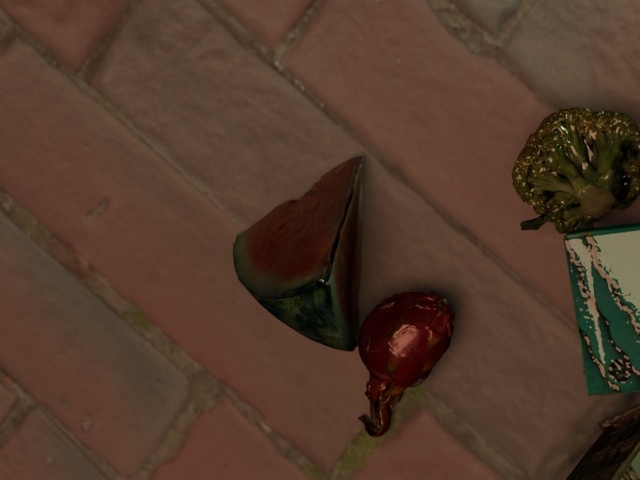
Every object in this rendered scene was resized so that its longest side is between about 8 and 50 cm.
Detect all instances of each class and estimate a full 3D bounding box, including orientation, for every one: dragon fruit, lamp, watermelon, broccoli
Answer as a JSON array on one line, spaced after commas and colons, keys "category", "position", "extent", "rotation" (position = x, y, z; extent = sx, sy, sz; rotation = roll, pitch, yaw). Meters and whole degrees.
[{"category": "dragon fruit", "position": [0.072, 0.128, 1.927], "extent": [0.094, 0.094, 0.190], "rotation": [35, 122, 11]}, {"category": "lamp", "position": [0.281, 0.237, 1.733], "extent": [0.089, 0.325, 0.090], "rotation": [-29, 91, 25]}, {"category": "watermelon", "position": [-0.019, 0.013, 1.904], "extent": [0.136, 0.207, 0.202], "rotation": [-1, 84, -5]}, {"category": "broccoli", "position": [0.252, -0.066, 1.796], "extent": [0.131, 0.120, 0.130], "rotation": [-4, 119, -10]}]

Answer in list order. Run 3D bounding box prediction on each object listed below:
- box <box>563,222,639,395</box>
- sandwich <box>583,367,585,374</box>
[{"category": "box", "position": [0.352, 0.057, 1.744], "extent": [0.226, 0.042, 0.160], "rotation": [-8, 95, 22]}, {"category": "sandwich", "position": [0.277, 0.061, 1.836], "extent": [0.074, 0.074, 0.116], "rotation": [-25, 90, 24]}]
